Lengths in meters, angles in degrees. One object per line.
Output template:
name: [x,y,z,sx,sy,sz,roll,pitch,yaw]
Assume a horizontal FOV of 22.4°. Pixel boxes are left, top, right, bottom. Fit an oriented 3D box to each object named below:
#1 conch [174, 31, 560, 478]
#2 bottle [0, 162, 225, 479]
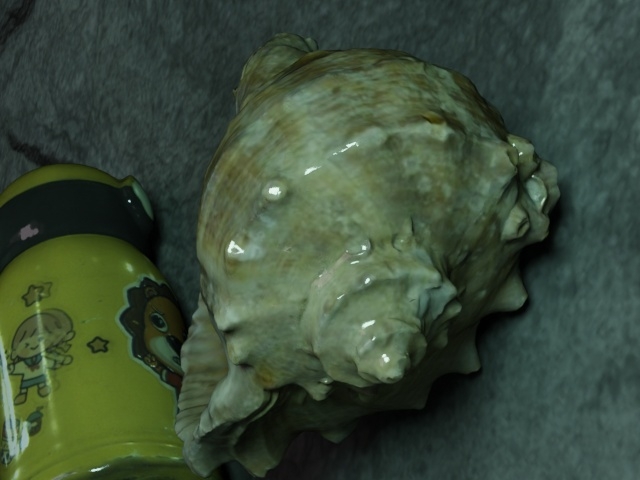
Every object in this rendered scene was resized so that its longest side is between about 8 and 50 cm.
conch: [0.016,0.008,1.000,0.297,0.210,0.352,-62,8,25]
bottle: [-0.188,0.086,1.290,0.171,0.171,0.351,-50,42,35]
